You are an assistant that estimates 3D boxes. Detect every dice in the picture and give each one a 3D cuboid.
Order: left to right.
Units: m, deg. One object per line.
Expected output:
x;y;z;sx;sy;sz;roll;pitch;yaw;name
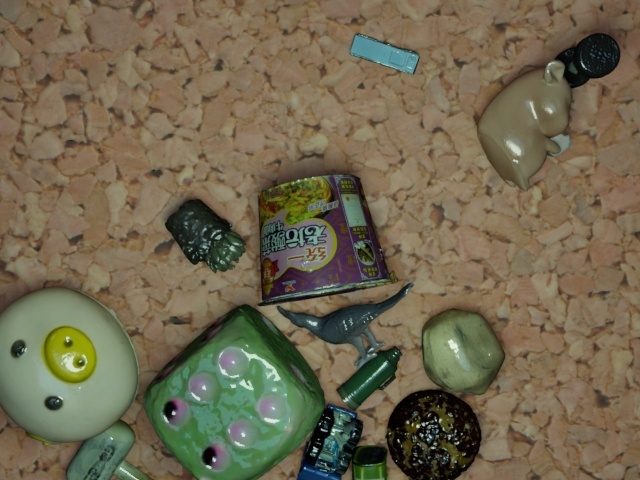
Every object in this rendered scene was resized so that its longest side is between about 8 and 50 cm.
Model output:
-0.197;0.366;1.634;0.322;0.330;0.318;-40;95;1;dice

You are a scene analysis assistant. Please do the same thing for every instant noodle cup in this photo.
0.000;0.000;1.630;0.340;0.340;0.265;-9;84;0;instant noodle cup

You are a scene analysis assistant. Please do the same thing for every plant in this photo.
-0.281;-0.005;1.707;0.194;0.132;0.129;44;95;2;plant

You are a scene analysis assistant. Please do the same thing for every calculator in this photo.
0.161;-0.465;1.731;0.172;0.018;0.057;17;93;-1;calculator

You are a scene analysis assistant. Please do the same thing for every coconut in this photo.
0.344;0.279;1.690;0.224;0.224;0.224;0;94;0;coconut

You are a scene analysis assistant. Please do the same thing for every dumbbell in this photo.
0.627;-0.423;1.649;0.100;0.191;0.100;0;93;1;dumbbell

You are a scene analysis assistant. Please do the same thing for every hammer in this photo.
-0.477;0.600;1.767;0.305;0.113;0.202;35;96;-8;hammer

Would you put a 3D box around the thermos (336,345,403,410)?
0.135;0.346;1.760;0.188;0.073;0.083;-43;80;2;thermos

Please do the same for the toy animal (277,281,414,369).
0.086;0.220;1.721;0.367;0.081;0.205;-12;117;26;toy animal

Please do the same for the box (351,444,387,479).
0.131;0.705;1.757;0.097;0.134;0.345;-3;93;0;box

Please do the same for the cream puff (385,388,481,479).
0.283;0.492;1.726;0.239;0.165;0.239;0;97;0;cream puff

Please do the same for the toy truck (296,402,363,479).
0.022;0.517;1.745;0.113;0.126;0.208;20;101;-2;toy truck

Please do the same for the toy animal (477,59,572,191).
0.504;-0.280;1.662;0.256;0.195;0.213;-45;101;0;toy animal

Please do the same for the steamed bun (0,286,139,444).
-0.610;0.294;1.640;0.334;0.334;0.374;-34;88;2;steamed bun
